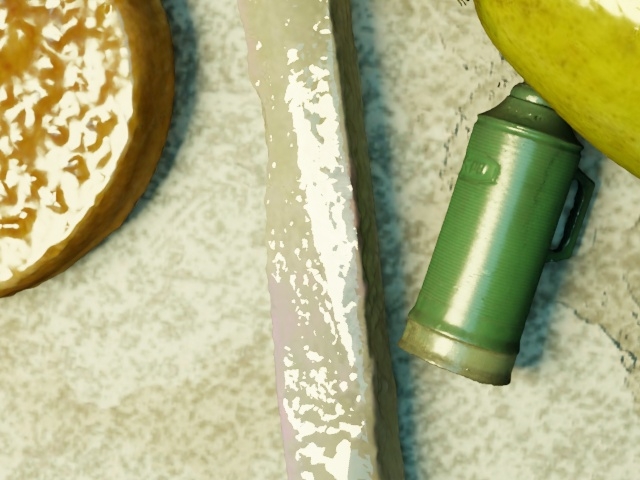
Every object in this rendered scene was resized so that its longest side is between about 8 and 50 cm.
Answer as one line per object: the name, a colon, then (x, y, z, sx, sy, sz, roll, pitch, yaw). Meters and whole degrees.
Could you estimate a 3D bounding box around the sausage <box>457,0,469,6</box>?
sausage: (0.129, -0.271, 0.790, 0.083, 0.083, 0.264, 35, 98, 7)

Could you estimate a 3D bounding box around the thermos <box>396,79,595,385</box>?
thermos: (0.114, -0.010, 0.807, 0.083, 0.073, 0.187, 19, 96, 10)

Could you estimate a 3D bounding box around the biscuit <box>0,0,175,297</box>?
biscuit: (-0.293, -0.129, 0.880, 0.350, 0.070, 0.394, -39, 85, 13)

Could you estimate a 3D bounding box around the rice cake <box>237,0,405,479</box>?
rice cake: (0.000, -0.001, 0.834, 0.070, 0.064, 0.399, -5, 92, 21)

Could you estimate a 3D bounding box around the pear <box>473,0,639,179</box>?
pear: (0.237, -0.129, 0.693, 0.307, 0.253, 0.253, 20, 97, 14)
